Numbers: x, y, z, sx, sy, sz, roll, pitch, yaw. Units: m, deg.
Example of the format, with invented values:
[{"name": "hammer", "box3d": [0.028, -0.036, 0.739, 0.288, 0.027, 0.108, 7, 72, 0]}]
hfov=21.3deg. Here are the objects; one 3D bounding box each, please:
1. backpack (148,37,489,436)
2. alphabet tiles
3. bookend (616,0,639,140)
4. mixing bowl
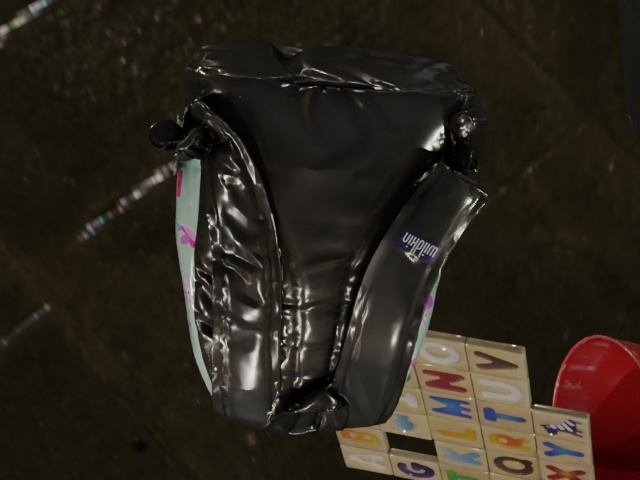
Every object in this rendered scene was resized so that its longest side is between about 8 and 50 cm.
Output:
[{"name": "backpack", "box3d": [0.000, 0.000, 0.808, 0.152, 0.115, 0.182, 6, 113, 4]}, {"name": "alphabet tiles", "box3d": [0.096, 0.127, 1.215, 0.198, 0.237, 0.009, 9, 60, 17]}, {"name": "bookend", "box3d": [0.266, -0.129, 1.026, 0.156, 0.157, 0.072, -22, 49, -2]}, {"name": "mixing bowl", "box3d": [0.297, 0.171, 1.529, 0.098, 0.181, 0.181, -5, 67, -23]}]
